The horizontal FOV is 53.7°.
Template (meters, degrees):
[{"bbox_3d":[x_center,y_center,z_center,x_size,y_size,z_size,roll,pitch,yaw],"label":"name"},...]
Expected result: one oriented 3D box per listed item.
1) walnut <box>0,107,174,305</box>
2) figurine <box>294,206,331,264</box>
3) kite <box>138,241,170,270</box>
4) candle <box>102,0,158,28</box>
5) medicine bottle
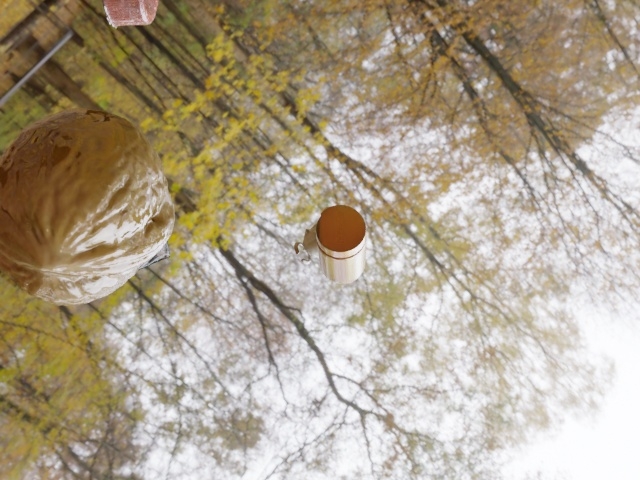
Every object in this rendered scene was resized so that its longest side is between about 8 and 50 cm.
[{"bbox_3d":[-0.389,-0.052,1.021,0.333,0.333,0.332,-34,-153,20],"label":"walnut"},{"bbox_3d":[0.000,0.000,1.655,0.154,0.132,0.132,-34,-153,26],"label":"figurine"},{"bbox_3d":[-0.483,-0.023,1.558,0.012,0.314,0.335,17,-102,40],"label":"kite"},{"bbox_3d":[-0.474,-0.707,1.631,0.132,0.316,0.287,0,-170,-2],"label":"candle"},{"bbox_3d":[0.041,0.013,1.231,0.096,0.096,0.192,-51,164,-15],"label":"medicine bottle"}]
